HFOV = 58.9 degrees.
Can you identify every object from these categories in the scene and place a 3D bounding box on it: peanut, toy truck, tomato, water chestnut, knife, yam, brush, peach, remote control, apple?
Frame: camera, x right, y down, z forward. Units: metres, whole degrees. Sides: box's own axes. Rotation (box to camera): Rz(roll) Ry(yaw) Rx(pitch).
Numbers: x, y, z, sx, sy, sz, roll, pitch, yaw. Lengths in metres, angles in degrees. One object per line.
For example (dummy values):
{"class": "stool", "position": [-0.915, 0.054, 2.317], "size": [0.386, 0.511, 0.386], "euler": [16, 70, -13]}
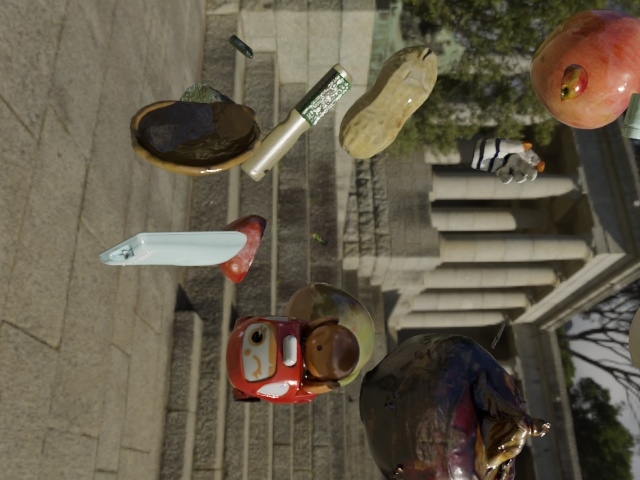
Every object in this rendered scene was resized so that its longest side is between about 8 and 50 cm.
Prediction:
{"class": "peanut", "position": [0.152, -0.305, 1.256], "size": [0.290, 0.130, 0.130], "euler": [-50, -173, 6]}
{"class": "toy truck", "position": [-0.057, 0.245, 1.211], "size": [0.239, 0.264, 0.189], "euler": [-37, -131, 55]}
{"class": "tomato", "position": [-0.187, 0.006, 1.251], "size": [0.159, 0.091, 0.139], "euler": [-66, -165, -15]}
{"class": "water chestnut", "position": [0.257, 0.336, 1.034], "size": [0.335, 0.346, 0.336], "euler": [15, 70, -47]}
{"class": "knife", "position": [0.640, 0.342, 2.042], "size": [0.170, 0.010, 0.023], "euler": [93, -4, -48]}
{"class": "yam", "position": [-0.220, -0.271, 1.278], "size": [0.183, 0.107, 0.107], "euler": [26, 53, -43]}
{"class": "brush", "position": [-0.046, -0.226, 1.117], "size": [0.054, 0.282, 0.048], "euler": [40, 13, -30]}
{"class": "peach", "position": [0.013, 0.254, 1.548], "size": [0.292, 0.247, 0.292], "euler": [49, -20, 26]}
{"class": "remote control", "position": [-0.247, 0.018, 1.014], "size": [0.293, 0.103, 0.051], "euler": [3, 66, -62]}
{"class": "apple", "position": [0.839, -0.538, 1.772], "size": [0.364, 0.363, 0.364], "euler": [180, -90, -89]}
{"class": "peach", "position": [0.669, -0.413, 1.490], "size": [0.098, 0.061, 0.098], "euler": [-29, 130, -41]}

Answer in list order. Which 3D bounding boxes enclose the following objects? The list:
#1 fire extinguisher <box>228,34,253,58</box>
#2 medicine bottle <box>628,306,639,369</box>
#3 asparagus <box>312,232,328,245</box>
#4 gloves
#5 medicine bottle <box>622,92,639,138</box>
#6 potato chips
{"class": "fire extinguisher", "position": [-0.189, -0.471, 1.395], "size": [0.083, 0.025, 0.038], "euler": [42, -9, 21]}
{"class": "medicine bottle", "position": [1.033, 0.287, 1.535], "size": [0.241, 0.301, 0.241], "euler": [12, 90, -85]}
{"class": "asparagus", "position": [0.000, 0.000, 1.127], "size": [0.016, 0.016, 0.163], "euler": [64, 5, 9]}
{"class": "gloves", "position": [0.593, -0.257, 1.793], "size": [0.131, 0.218, 0.140], "euler": [-36, 137, -65]}
{"class": "medicine bottle", "position": [0.610, -0.238, 1.085], "size": [0.047, 0.047, 0.083], "euler": [-95, -169, -73]}
{"class": "potato chips", "position": [-0.195, -0.160, 0.910], "size": [0.208, 0.195, 0.062], "euler": [-48, 159, -43]}
